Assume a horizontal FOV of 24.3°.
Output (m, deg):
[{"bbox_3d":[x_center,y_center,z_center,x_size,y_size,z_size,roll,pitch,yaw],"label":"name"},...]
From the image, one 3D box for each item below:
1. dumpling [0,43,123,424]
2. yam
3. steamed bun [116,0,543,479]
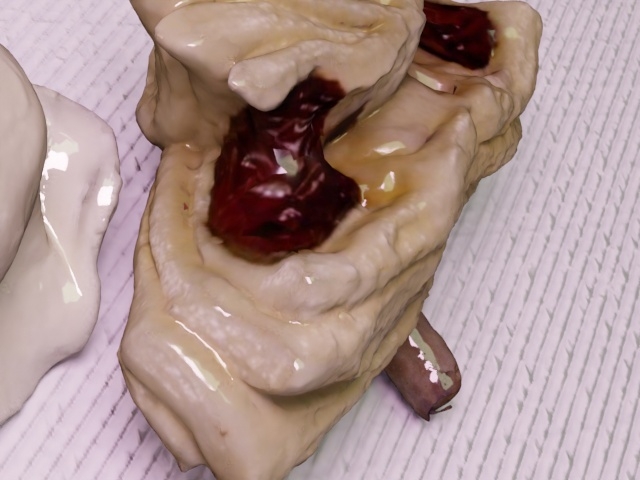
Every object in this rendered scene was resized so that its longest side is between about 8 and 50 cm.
[{"bbox_3d":[-0.235,-0.015,0.716,0.318,0.187,0.242,10,70,-55],"label":"dumpling"},{"bbox_3d":[0.000,0.000,0.927,0.046,0.046,0.264,-26,72,-42],"label":"yam"},{"bbox_3d":[-0.005,-0.089,0.837,0.247,0.189,0.428,33,41,5],"label":"steamed bun"}]
